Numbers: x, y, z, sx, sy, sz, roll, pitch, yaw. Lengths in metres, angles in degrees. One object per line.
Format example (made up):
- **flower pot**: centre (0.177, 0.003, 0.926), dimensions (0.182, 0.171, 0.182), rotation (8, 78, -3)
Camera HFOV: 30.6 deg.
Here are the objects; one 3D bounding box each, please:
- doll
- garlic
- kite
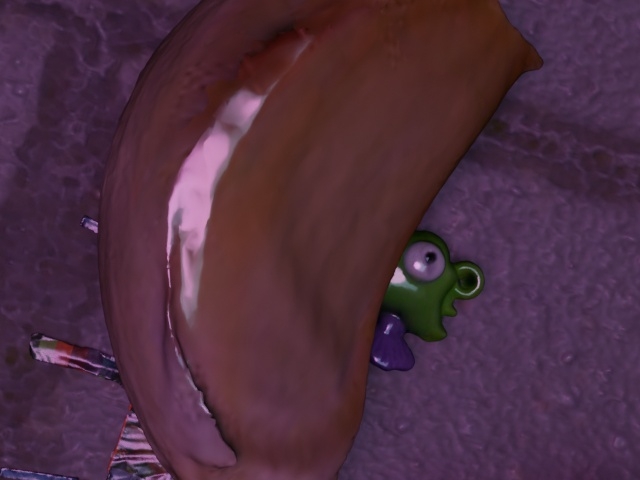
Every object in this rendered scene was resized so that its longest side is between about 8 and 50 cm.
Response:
- **doll**: centre (-0.001, 0.000, 0.649), dimensions (0.190, 0.050, 0.115), rotation (18, 85, 0)
- **garlic**: centre (-0.017, 0.006, 0.558), dimensions (0.196, 0.151, 0.339), rotation (20, 77, -5)
- **kite**: centre (-0.090, 0.083, 0.668), dimensions (0.160, 0.010, 0.183), rotation (19, 94, -4)
